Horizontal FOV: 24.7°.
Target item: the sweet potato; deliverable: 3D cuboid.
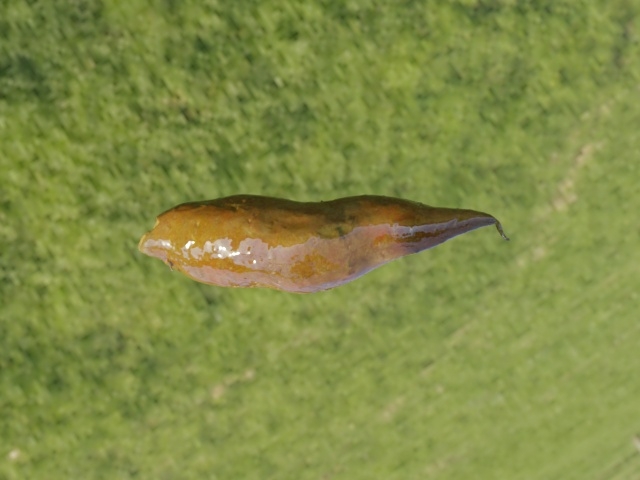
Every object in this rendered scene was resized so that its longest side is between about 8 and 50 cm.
[{"bbox_3d":[0.000,0.000,0.757,0.194,0.056,0.056,-3,167,7],"label":"sweet potato"}]
